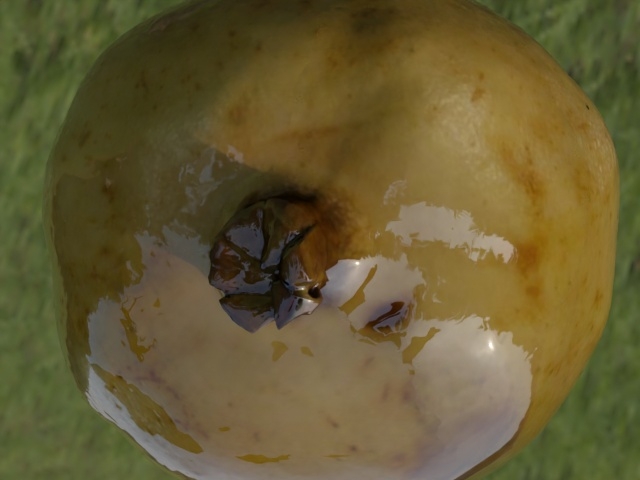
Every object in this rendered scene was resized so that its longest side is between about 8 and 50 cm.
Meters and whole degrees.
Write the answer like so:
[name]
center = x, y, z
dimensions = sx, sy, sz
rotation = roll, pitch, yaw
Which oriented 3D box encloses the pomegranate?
[pomegranate]
center = 0.010, 0.002, 0.944
dimensions = 0.307, 0.307, 0.307
rotation = 15, 160, 6
